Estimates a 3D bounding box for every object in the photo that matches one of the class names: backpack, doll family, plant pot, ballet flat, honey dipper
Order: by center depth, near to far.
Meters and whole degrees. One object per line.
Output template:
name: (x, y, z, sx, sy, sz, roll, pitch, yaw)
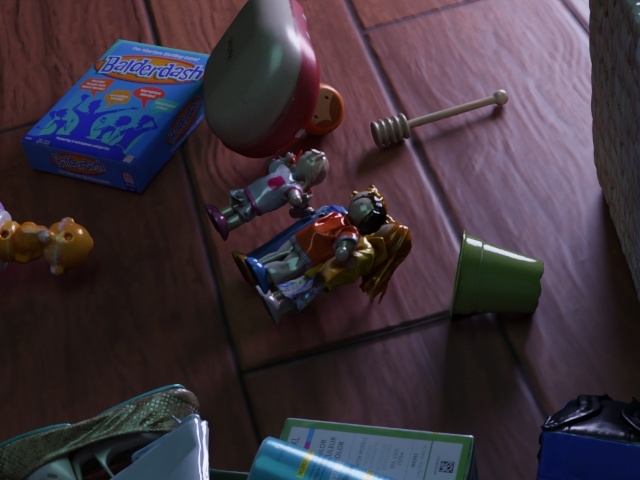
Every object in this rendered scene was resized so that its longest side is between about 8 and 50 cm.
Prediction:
backpack: (0.222, 0.175, 1.005, 0.098, 0.101, 0.120, 11, 15, 19)
ballet flat: (-0.201, 0.189, 1.114, 0.206, 0.073, 0.067, -21, 57, -4)
plant pot: (0.166, 0.037, 1.187, 0.079, 0.083, 0.083, 9, 45, 6)
doll family: (0.000, 0.000, 1.256, 0.163, 0.118, 0.263, -28, 26, -8)
honey dipper: (0.135, -0.141, 1.416, 0.160, 0.030, 0.030, -18, 42, -9)

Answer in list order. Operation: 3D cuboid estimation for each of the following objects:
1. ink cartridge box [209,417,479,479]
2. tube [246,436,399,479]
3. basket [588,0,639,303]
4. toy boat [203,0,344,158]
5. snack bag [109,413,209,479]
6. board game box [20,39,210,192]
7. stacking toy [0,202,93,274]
ink cartridge box: (0.021, 0.202, 1.013, 0.209, 0.109, 0.062, 2, 44, 16)
tube: (0.050, 0.197, 0.906, 0.207, 0.052, 0.080, 17, 34, 9)
basket: (0.411, -0.123, 1.110, 0.328, 0.331, 0.266, -11, 40, 3)
toy boat: (-0.039, -0.169, 1.414, 0.151, 0.151, 0.231, -52, 21, 21)
snack bag: (-0.187, 0.320, 0.887, 0.323, 0.037, 0.342, -37, 32, 14)
board game box: (-0.226, -0.152, 1.499, 0.160, 0.047, 0.210, 12, 47, 25)
stacking toy: (-0.385, -0.006, 1.322, 0.302, 0.166, 0.175, 4, 59, 2)
